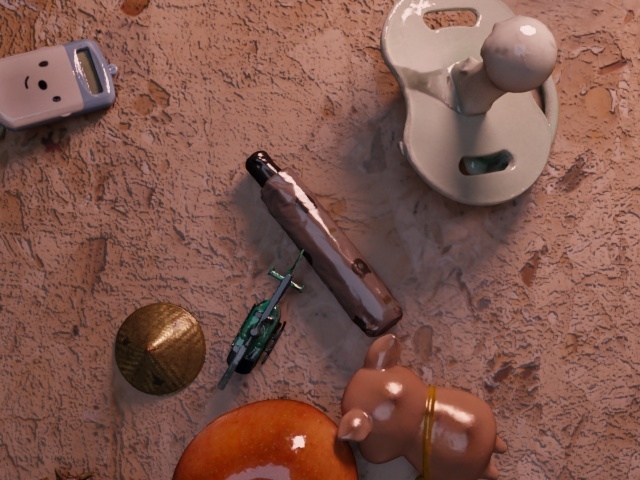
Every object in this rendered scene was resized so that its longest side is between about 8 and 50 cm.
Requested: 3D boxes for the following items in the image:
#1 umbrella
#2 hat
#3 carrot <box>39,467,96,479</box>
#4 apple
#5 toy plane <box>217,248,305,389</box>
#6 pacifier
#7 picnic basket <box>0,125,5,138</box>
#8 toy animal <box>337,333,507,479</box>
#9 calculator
[{"bbox_3d":[0.000,0.000,1.275,0.073,0.067,0.337,-36,81,-10],"label":"umbrella"},{"bbox_3d":[-0.252,0.165,1.280,0.146,0.067,0.146,-1,84,6],"label":"hat"},{"bbox_3d":[-0.345,0.486,1.190,0.214,0.193,0.331,-44,76,37],"label":"carrot"},{"bbox_3d":[-0.080,0.354,1.178,0.272,0.206,0.251,-11,87,3],"label":"apple"},{"bbox_3d":[-0.084,0.114,1.253,0.060,0.096,0.235,30,92,7],"label":"toy plane"},{"bbox_3d":[0.244,-0.227,1.182,0.288,0.269,0.343,-12,86,-21],"label":"pacifier"},{"bbox_3d":[-0.533,-0.194,1.337,0.083,0.083,0.065,-20,43,35],"label":"picnic basket"},{"bbox_3d":[0.145,0.267,1.197,0.248,0.149,0.165,26,52,-7],"label":"toy animal"},{"bbox_3d":[-0.422,-0.246,1.327,0.210,0.039,0.121,-17,83,-16],"label":"calculator"}]
